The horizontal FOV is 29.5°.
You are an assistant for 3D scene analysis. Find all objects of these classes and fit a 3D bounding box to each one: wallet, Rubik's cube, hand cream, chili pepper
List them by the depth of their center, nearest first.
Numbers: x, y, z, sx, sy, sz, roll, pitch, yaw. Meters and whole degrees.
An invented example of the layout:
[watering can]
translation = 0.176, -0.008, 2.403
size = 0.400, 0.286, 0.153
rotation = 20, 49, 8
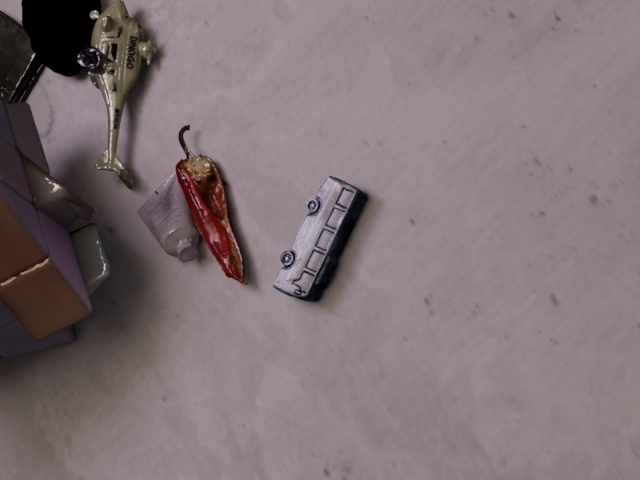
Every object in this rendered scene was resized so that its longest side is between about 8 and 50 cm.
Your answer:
[Rubik's cube]
translation = -0.493, -0.015, 1.659
size = 0.358, 0.368, 0.387
rotation = -27, 64, 6
[chili pepper]
translation = -0.153, -0.046, 1.677
size = 0.050, 0.059, 0.268
rotation = -52, 55, 49
[hand cream]
translation = -0.206, -0.025, 1.704
size = 0.084, 0.053, 0.142
rotation = -43, 46, 12
[wallet]
translation = -0.561, -0.211, 1.945
size = 0.169, 0.044, 0.317
rotation = 33, 95, 30

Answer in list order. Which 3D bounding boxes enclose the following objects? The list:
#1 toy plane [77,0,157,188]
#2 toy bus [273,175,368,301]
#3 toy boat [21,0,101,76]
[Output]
[toy plane]
translation = -0.299, -0.221, 1.787
size = 0.108, 0.092, 0.286
rotation = 3, 75, 4
[toy bus]
translation = 0.000, 0.000, 1.577
size = 0.065, 0.047, 0.166
rotation = 25, 89, 28
[toy boat]
translation = -0.397, -0.344, 1.861
size = 0.116, 0.061, 0.188
rotation = -11, 70, 3
